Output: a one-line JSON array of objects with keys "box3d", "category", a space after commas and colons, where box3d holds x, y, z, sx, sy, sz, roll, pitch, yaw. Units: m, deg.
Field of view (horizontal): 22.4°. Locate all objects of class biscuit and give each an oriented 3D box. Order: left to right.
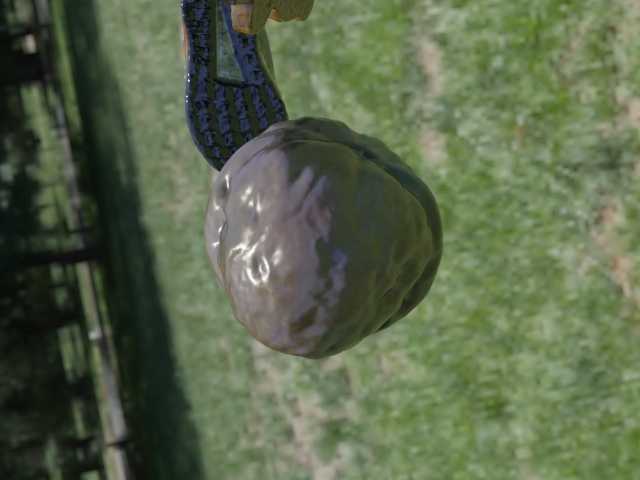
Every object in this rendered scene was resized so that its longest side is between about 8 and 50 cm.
[{"box3d": [-0.044, -0.303, 1.687, 0.249, 0.035, 0.184, -9, -60, -69], "category": "biscuit"}]

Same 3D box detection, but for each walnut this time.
[{"box3d": [-0.002, -0.001, 1.659, 0.248, 0.248, 0.248, 169, 90, -79], "category": "walnut"}]

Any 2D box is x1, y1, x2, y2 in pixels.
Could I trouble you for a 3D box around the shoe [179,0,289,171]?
[{"box3d": [-0.124, -0.250, 2.126, 0.171, 0.132, 0.336, -105, 8, -61], "category": "shoe"}]
